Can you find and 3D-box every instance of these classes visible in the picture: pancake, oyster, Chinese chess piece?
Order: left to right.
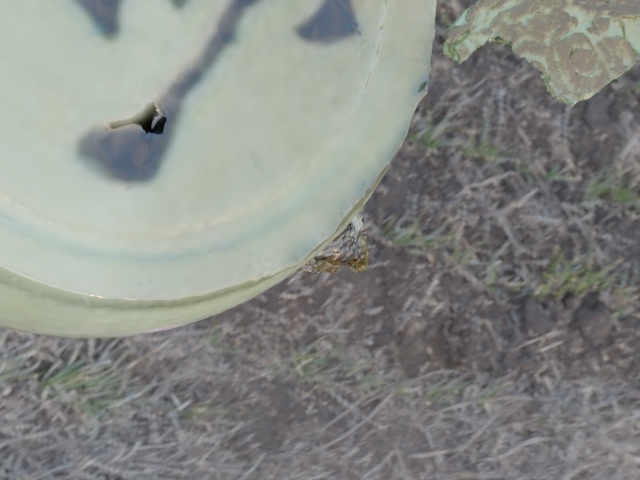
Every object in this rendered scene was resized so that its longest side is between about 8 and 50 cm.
[{"bbox_3d":[-0.076,-0.091,0.419,0.250,0.101,0.250,0,91,-31],"label":"Chinese chess piece"},{"bbox_3d":[0.009,0.000,1.255,0.148,0.103,0.051,17,28,-53],"label":"oyster"},{"bbox_3d":[0.348,-0.286,1.750,0.377,0.054,0.197,2,83,-15],"label":"pancake"}]
